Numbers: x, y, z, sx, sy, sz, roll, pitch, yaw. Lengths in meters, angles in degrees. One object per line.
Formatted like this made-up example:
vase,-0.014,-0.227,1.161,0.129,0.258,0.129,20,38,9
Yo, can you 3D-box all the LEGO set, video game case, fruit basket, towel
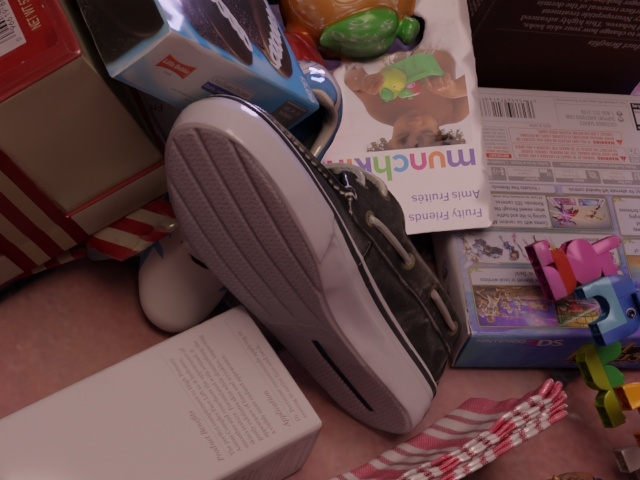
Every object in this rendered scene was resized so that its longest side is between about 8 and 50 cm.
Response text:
LEGO set,0.253,0.088,1.344,0.093,0.087,0.227,-23,91,-15
video game case,0.224,-0.011,1.475,0.269,0.061,0.244,2,56,-14
fruit basket,-0.038,-0.168,1.433,0.327,0.165,0.353,-4,67,-2
towel,0.070,0.157,1.277,0.197,0.144,0.029,-26,92,-27

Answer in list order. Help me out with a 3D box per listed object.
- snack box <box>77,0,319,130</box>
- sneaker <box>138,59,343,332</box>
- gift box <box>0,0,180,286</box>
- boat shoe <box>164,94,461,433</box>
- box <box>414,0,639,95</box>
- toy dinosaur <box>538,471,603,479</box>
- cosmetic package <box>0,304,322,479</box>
snack box,-0.128,-0.228,1.269,0.187,0.060,0.322,21,38,-57
sneaker,-0.066,-0.033,1.334,0.085,0.086,0.237,32,97,-8
gift box,-0.240,-0.110,1.278,0.276,0.258,0.255,-24,67,3
boat shoe,0.000,0.000,1.279,0.121,0.335,0.119,8,55,36
box,0.233,-0.273,1.445,0.191,0.381,0.143,2,56,-22
toy dinosaur,0.177,0.274,1.232,0.200,0.127,0.296,-6,57,-16
cosmetic package,-0.126,0.151,1.264,0.231,0.085,0.117,-24,66,-25
